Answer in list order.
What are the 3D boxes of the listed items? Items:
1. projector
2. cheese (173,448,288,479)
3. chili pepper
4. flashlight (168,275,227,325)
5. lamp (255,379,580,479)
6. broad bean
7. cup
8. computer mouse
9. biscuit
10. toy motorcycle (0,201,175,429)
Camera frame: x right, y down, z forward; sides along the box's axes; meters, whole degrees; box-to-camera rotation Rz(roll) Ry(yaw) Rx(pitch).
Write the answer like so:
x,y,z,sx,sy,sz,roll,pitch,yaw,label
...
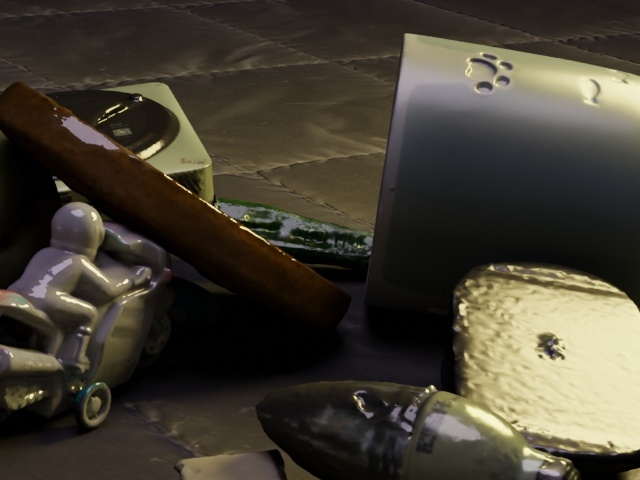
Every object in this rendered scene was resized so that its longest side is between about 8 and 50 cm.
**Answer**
x,y,z,sx,sy,sz,roll,pitch,yaw,label
-0.264,-0.096,1.902,0.257,0.079,0.259,-10,28,-13,projector
-0.035,0.229,1.140,0.085,0.034,0.400,-4,18,-10,cheese
0.000,0.000,1.815,0.226,0.059,0.088,5,54,-6,chili pepper
-0.147,0.049,1.655,0.129,0.051,0.051,12,19,20,flashlight
0.068,0.155,1.279,0.250,0.101,0.101,12,19,21,lamp
-0.347,-0.032,1.675,0.263,0.189,0.121,10,-25,45,broad bean
0.196,-0.054,1.731,0.274,0.259,0.357,9,10,2,cup
0.180,0.116,1.463,0.168,0.087,0.295,11,30,2,computer mouse
-0.141,-0.026,1.613,0.367,0.063,0.314,33,-3,-20,biscuit
-0.201,0.051,1.441,0.110,0.171,0.260,13,17,31,toy motorcycle
